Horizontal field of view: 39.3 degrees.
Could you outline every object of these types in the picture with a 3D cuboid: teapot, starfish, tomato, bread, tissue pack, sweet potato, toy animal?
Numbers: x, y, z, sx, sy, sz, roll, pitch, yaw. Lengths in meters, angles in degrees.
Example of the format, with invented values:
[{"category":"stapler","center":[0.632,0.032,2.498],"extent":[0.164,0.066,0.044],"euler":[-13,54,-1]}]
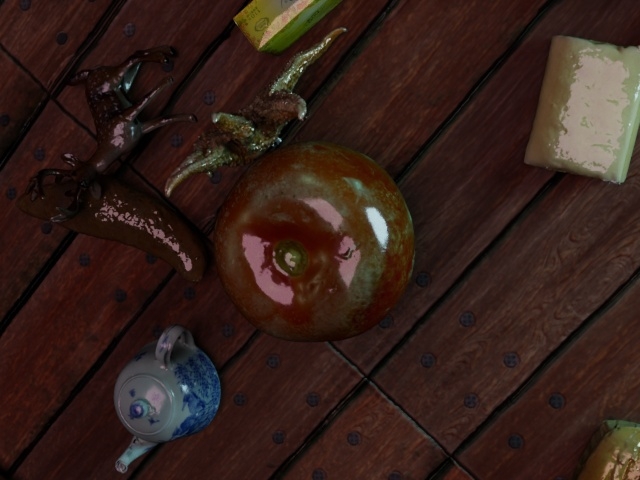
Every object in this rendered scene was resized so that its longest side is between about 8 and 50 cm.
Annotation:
[{"category":"teapot","center":[-0.241,0.230,1.334],"extent":[0.159,0.159,0.232],"euler":[23,102,12]},{"category":"starfish","center":[-0.079,-0.158,1.178],"extent":[0.301,0.293,0.084],"euler":[-37,98,15]},{"category":"tomato","center":[0.000,0.000,1.202],"extent":[0.270,0.222,0.270],"euler":[6,108,20]},{"category":"bread","center":[0.398,0.358,1.187],"extent":[0.140,0.106,0.236],"euler":[17,101,11]},{"category":"tissue pack","center":[-0.025,-0.335,1.239],"extent":[0.176,0.095,0.062],"euler":[-39,86,16]},{"category":"bread","center":[0.350,-0.171,1.167],"extent":[0.139,0.060,0.178],"euler":[12,99,14]},{"category":"sweet potato","center":[-0.319,-0.041,1.356],"extent":[0.341,0.092,0.114],"euler":[20,117,14]},{"category":"toy animal","center":[-0.310,-0.161,1.310],"extent":[0.260,0.087,0.243],"euler":[-27,49,11]}]

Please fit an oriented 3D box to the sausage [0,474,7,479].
[{"category":"sausage","center":[-0.556,0.422,1.481],"extent":[0.326,0.079,0.087],"euler":[39,130,9]}]
